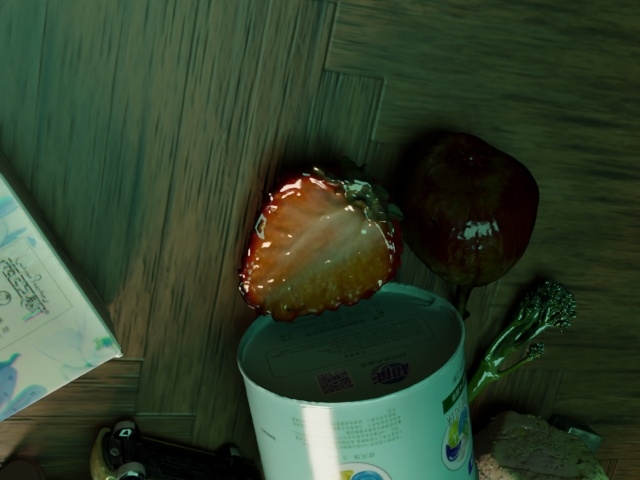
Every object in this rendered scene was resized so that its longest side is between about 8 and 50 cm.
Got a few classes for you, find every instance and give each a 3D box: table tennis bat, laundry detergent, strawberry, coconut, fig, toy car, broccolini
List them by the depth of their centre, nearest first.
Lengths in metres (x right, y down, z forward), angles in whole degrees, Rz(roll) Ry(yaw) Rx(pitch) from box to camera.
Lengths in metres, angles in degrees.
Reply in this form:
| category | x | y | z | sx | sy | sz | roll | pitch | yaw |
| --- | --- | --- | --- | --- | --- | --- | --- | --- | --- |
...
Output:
| category | x | y | z | sx | sy | sz | roll | pitch | yaw |
| --- | --- | --- | --- | --- | --- | --- | --- | --- | --- |
| table tennis bat | -0.439 | 0.335 | 1.178 | 0.170 | 0.107 | 0.119 | -35 | 147 | 20 |
| strawberry | 0.000 | 0.000 | 1.208 | 0.236 | 0.111 | 0.190 | -41 | 92 | 26 |
| laundry detergent | 0.056 | 0.251 | 1.228 | 0.287 | 0.287 | 0.305 | -16 | 116 | -13 |
| fig | 0.210 | -0.009 | 1.255 | 0.190 | 0.190 | 0.290 | -39 | 137 | -1 |
| toy car | -0.201 | 0.341 | 1.280 | 0.257 | 0.101 | 0.124 | 21 | 112 | -28 |
| broccolini | 0.254 | 0.228 | 1.411 | 0.079 | 0.074 | 0.392 | 22 | 105 | -35 |
| coconut | 0.298 | 0.400 | 1.415 | 0.233 | 0.233 | 0.245 | -2 | 122 | -19 |

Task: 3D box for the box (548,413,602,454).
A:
| category | x | y | z | sx | sy | sz | roll | pitch | yaw |
| --- | --- | --- | --- | --- | --- | --- | --- | --- | --- |
| box | 0.401 | 0.323 | 1.515 | 0.085 | 0.060 | 0.063 | 20 | 100 | -25 |

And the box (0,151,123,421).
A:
| category | x | y | z | sx | sy | sz | roll | pitch | yaw |
| --- | --- | --- | --- | --- | --- | --- | --- | --- | --- |
| box | -0.388 | 0.057 | 1.080 | 0.203 | 0.116 | 0.274 | -30 | 119 | -6 |
